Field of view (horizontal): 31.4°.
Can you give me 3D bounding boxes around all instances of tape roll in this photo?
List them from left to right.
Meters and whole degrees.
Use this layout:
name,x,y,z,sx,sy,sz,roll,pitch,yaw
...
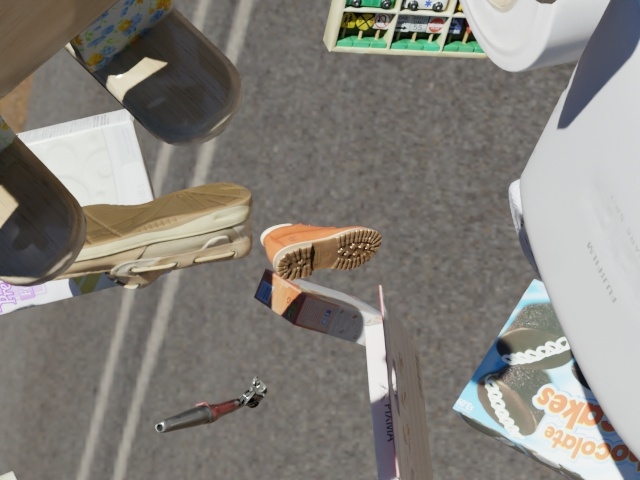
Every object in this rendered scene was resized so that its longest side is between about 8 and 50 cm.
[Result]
name,x,y,z,sx,sy,sz,roll,pitch,yaw
tape roll,0.228,-0.325,1.209,0.286,0.100,0.286,168,90,-78

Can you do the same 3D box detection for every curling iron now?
name,x,y,z,sx,sy,sz,roll,pitch,yaw
curling iron,-0.169,0.258,1.764,0.035,0.274,0.068,45,115,20

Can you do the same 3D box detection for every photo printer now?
name,x,y,z,sx,sy,sz,roll,pitch,yaw
photo printer,0.235,0.000,0.745,0.307,0.107,0.256,103,151,-63

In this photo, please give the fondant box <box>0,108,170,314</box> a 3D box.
name,x,y,z,sx,sy,sz,roll,pitch,yaw
fondant box,-0.402,-0.034,1.640,0.096,0.330,0.238,-114,11,-69

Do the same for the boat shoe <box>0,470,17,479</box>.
name,x,y,z,sx,sy,sz,roll,pitch,yaw
boat shoe,-0.338,0.418,1.374,0.302,0.094,0.109,54,164,9

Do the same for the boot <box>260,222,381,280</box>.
name,x,y,z,sx,sy,sz,roll,pitch,yaw
boot,0.000,0.000,1.490,0.084,0.158,0.059,-132,40,-51

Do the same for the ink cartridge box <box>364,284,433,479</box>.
name,x,y,z,sx,sy,sz,roll,pitch,yaw
ink cartridge box,0.097,0.234,1.547,0.060,0.239,0.275,-12,58,14

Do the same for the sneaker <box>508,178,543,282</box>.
name,x,y,z,sx,sy,sz,roll,pitch,yaw
sneaker,0.421,0.028,1.529,0.365,0.210,0.137,56,174,26

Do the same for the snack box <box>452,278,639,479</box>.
name,x,y,z,sx,sy,sz,roll,pitch,yaw
snack box,0.324,0.182,1.243,0.322,0.060,0.187,24,74,40

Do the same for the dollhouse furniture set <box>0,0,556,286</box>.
name,x,y,z,sx,sy,sz,roll,pitch,yaw
dollhouse furniture set,-0.064,-0.148,0.537,0.256,0.394,0.362,44,169,15

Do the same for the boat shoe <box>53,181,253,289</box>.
name,x,y,z,sx,sy,sz,roll,pitch,yaw
boat shoe,-0.247,0.014,1.519,0.121,0.341,0.110,-133,35,-56

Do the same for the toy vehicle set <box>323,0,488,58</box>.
name,x,y,z,sx,sy,sz,roll,pitch,yaw
toy vehicle set,0.148,-0.346,1.629,0.035,0.267,0.166,-116,32,-48

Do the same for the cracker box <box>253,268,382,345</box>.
name,x,y,z,sx,sy,sz,roll,pitch,yaw
cracker box,0.011,0.133,2.154,0.156,0.232,0.067,28,98,54
